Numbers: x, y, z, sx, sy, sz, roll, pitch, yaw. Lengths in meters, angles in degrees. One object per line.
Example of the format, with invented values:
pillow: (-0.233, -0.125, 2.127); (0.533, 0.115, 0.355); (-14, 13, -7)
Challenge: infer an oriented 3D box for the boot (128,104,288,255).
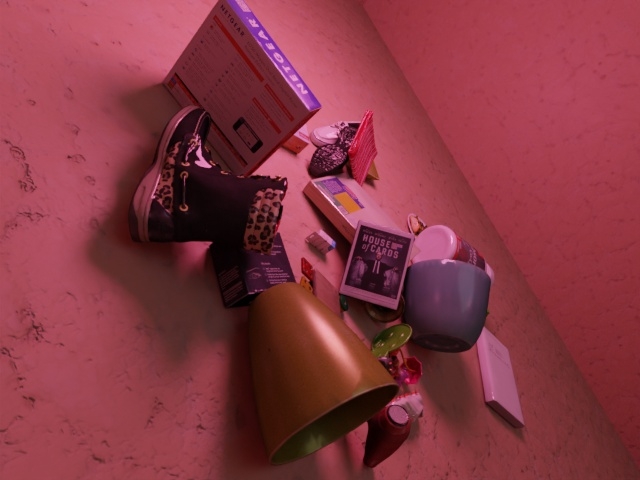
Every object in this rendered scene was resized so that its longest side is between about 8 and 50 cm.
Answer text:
boot: (-0.213, -0.133, 0.884); (0.283, 0.138, 0.378); (11, 50, -4)

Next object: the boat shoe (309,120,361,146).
boat shoe: (0.079, -0.428, 1.605); (0.267, 0.088, 0.096); (-10, 65, -35)

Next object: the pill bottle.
pill bottle: (0.565, 0.100, 1.715); (0.362, 0.210, 0.210); (30, 42, -34)

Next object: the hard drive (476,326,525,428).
hard drive: (0.744, 0.560, 1.702); (0.233, 0.047, 0.353); (41, 36, -22)

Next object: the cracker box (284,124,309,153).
cracker box: (-0.129, -0.431, 1.414); (0.155, 0.067, 0.233); (21, 46, -40)

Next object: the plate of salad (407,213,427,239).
plate of salad: (0.468, -0.041, 1.855); (0.199, 0.048, 0.200); (32, 40, -32)

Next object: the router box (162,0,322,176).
router box: (-0.210, -0.380, 1.059); (0.336, 0.301, 0.082); (53, 34, -6)

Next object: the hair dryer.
hair dryer: (0.116, 0.388, 0.951); (0.080, 0.223, 0.294); (-8, 90, -33)

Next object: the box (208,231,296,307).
box: (-0.154, 0.064, 0.945); (0.155, 0.093, 0.159); (4, 60, -50)

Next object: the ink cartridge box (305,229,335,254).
ink cartridge box: (0.000, 0.000, 1.232); (0.083, 0.048, 0.028); (41, 36, -22)

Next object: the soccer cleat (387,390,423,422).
soccer cleat: (0.233, 0.467, 1.123); (0.196, 0.068, 0.076); (14, 55, -49)

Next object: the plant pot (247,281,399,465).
plant pot: (-0.036, 0.242, 0.834); (0.274, 0.275, 0.294); (10, 38, -47)

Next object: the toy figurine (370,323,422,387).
toy figurine: (0.229, 0.359, 1.184); (0.173, 0.130, 0.159); (-38, 104, -35)

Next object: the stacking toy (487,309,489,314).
stacking toy: (0.534, 0.273, 1.527); (0.052, 0.221, 0.167); (43, 32, -13)

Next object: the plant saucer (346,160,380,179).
plant saucer: (0.160, -0.347, 1.725); (0.188, 0.045, 0.189); (18, 48, -43)

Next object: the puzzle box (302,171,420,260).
puzzle box: (0.150, -0.064, 1.396); (0.409, 0.052, 0.272); (49, 33, 11)

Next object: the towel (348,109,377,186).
towel: (0.163, -0.329, 1.527); (0.199, 0.031, 0.275); (-66, 161, -17)

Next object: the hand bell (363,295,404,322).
hand bell: (0.218, 0.159, 1.354); (0.126, 0.126, 0.242); (51, 21, -7)

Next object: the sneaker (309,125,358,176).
sneaker: (0.057, -0.304, 1.504); (0.109, 0.130, 0.286); (38, 55, 12)

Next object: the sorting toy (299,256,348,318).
sorting toy: (-0.001, 0.160, 1.062); (0.274, 0.046, 0.132); (48, 28, -45)

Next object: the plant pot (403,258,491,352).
plant pot: (0.414, 0.234, 1.360); (0.293, 0.292, 0.235); (33, 55, -31)

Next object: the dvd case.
dvd case: (0.170, 0.071, 1.224); (0.179, 0.029, 0.239); (16, 76, 4)
